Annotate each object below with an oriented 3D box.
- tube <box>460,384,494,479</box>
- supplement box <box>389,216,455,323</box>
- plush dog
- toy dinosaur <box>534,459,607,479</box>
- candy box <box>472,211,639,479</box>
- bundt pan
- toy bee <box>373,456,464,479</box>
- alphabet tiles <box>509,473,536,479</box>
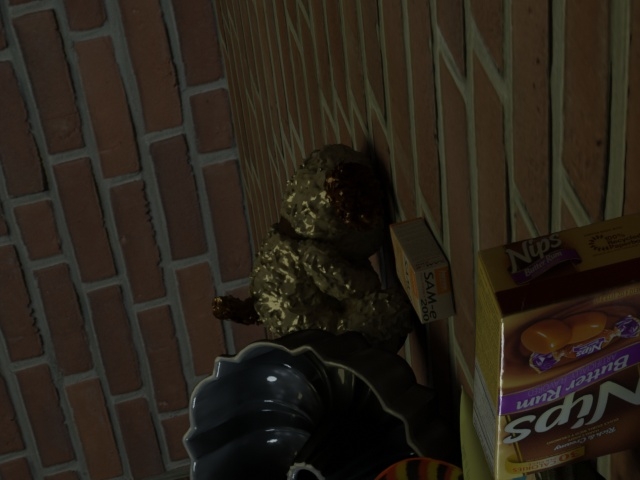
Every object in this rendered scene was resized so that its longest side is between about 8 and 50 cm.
[{"bbox_3d":[0.158,0.235,1.620,0.070,0.062,0.240,-57,23,23],"label":"tube"},{"bbox_3d":[0.099,0.028,1.760,0.098,0.036,0.062,-115,13,-59],"label":"supplement box"},{"bbox_3d":[0.000,0.000,2.034,0.262,0.210,0.225,-135,59,-75],"label":"plush dog"},{"bbox_3d":[0.174,0.175,1.189,0.118,0.064,0.268,52,-154,-47],"label":"toy dinosaur"},{"bbox_3d":[0.151,0.068,1.080,0.187,0.109,0.053,84,170,-54],"label":"candy box"},{"bbox_3d":[0.017,0.238,1.936,0.124,0.330,0.331,-32,-64,-51],"label":"bundt pan"},{"bbox_3d":[0.013,0.299,1.755,0.162,0.298,0.195,48,161,35],"label":"toy bee"},{"bbox_3d":[0.135,0.296,1.358,0.278,0.021,0.284,153,137,-73],"label":"alphabet tiles"}]
